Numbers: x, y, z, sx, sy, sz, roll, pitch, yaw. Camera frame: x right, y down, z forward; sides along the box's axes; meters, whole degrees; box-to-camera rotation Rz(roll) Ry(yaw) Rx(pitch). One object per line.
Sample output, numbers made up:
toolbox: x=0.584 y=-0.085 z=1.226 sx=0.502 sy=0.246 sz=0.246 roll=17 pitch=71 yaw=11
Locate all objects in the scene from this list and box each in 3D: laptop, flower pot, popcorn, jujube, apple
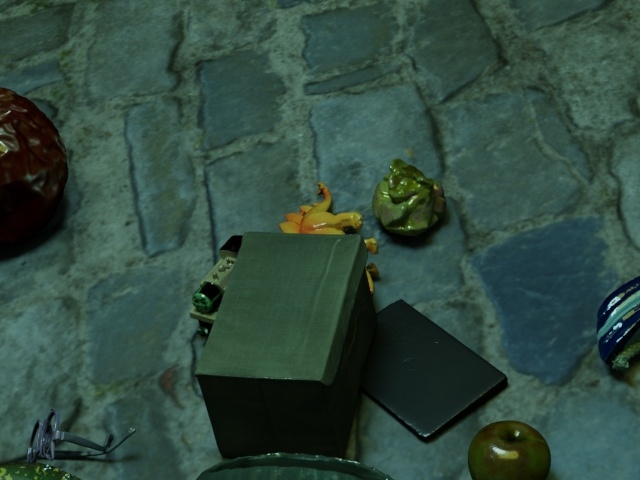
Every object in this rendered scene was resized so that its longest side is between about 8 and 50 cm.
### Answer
laptop: x=0.110 y=0.152 z=1.642 sx=0.135 sy=0.016 sz=0.197 roll=-31 pitch=45 yaw=-23
flower pot: x=-0.019 y=0.294 z=1.366 sx=0.243 sy=0.189 sz=0.157 roll=2 pitch=86 yaw=4
popcorn: x=0.114 y=-0.052 z=1.825 sx=0.097 sy=0.089 sz=0.109 roll=-1 pitch=43 yaw=25
jujube: x=-0.458 y=-0.108 z=1.902 sx=0.213 sy=0.213 sz=0.232 roll=-24 pitch=45 yaw=-17
apple: x=0.203 y=0.236 z=1.482 sx=0.089 sy=0.074 sz=0.089 roll=-4 pitch=39 yaw=3

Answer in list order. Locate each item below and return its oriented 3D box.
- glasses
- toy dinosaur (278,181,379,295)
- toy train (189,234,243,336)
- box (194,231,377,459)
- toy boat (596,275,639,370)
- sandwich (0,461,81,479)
glasses: x=-0.271 y=0.236 z=1.565 sx=0.104 sy=0.140 sz=0.062 roll=15 pitch=68 yaw=-23
toy dinosaur: x=0.000 y=0.000 z=1.797 sx=0.117 sy=0.070 sz=0.288 roll=-17 pitch=37 yaw=-10
toy train: x=-0.115 y=0.058 z=1.731 sx=0.050 sy=0.087 sz=0.138 roll=13 pitch=44 yaw=28
box: x=-0.030 y=0.120 z=1.588 sx=0.155 sy=0.149 sz=0.231 roll=1 pitch=44 yaw=14
toy boat: x=0.459 y=0.138 z=1.565 sx=0.220 sy=0.067 sz=0.291 roll=-25 pitch=46 yaw=-19
sandwich: x=-0.343 y=0.305 z=1.490 sx=0.235 sy=0.079 sz=0.159 roll=13 pitch=45 yaw=23
